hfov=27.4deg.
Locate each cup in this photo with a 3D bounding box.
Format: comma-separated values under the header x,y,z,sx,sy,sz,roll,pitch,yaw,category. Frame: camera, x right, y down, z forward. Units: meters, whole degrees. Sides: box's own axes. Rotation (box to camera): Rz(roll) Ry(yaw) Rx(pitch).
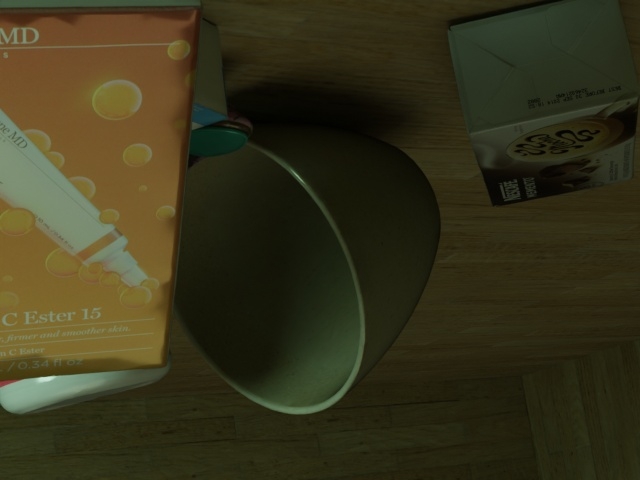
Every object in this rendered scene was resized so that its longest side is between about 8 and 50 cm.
x,y,z,sx,sy,sz,roll,pitch,yaw,category
0.000,0.000,1.506,0.237,0.331,0.331,-27,-178,-41,cup

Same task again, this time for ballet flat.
x,y,z,sx,sy,sz,roll,pitch,yaw,category
-0.139,-0.114,1.354,0.077,0.079,0.221,19,156,-27,ballet flat

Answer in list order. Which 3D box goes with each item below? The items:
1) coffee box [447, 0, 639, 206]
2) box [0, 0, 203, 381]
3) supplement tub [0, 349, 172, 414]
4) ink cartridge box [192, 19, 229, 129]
x,y,z,sx,sy,sz,roll,pitch,yaw,category
0.239,-0.139,1.384,0.168,0.119,0.297,-12,165,9,coffee box
-0.219,-0.070,0.977,0.215,0.168,0.345,-4,132,-16,box
-0.281,0.039,1.428,0.191,0.272,0.191,-14,174,-2,supplement tub
-0.170,-0.143,1.191,0.143,0.092,0.090,-16,164,26,ink cartridge box
